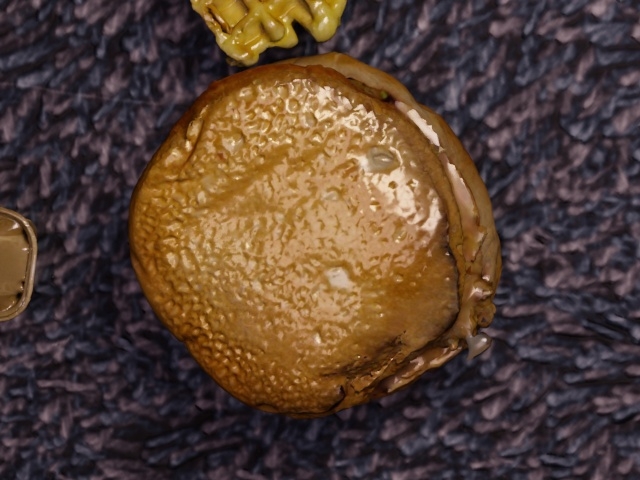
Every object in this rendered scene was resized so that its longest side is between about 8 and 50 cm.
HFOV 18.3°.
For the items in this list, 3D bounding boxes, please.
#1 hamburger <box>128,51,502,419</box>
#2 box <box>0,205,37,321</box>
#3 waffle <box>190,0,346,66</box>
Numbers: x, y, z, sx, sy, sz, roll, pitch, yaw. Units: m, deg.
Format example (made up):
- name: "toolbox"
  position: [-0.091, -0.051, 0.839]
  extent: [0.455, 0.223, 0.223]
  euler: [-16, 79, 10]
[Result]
- name: "hamburger"
  position: [0.000, 0.000, 1.687]
  extent: [0.290, 0.170, 0.314]
  euler: [-39, 90, 20]
- name: "box"
  position: [-0.337, 0.009, 1.805]
  extent: [0.177, 0.111, 0.111]
  euler: [12, 102, 12]
- name: "waffle"
  position: [-0.070, -0.298, 1.681]
  extent: [0.283, 0.065, 0.309]
  euler: [7, 82, 14]
